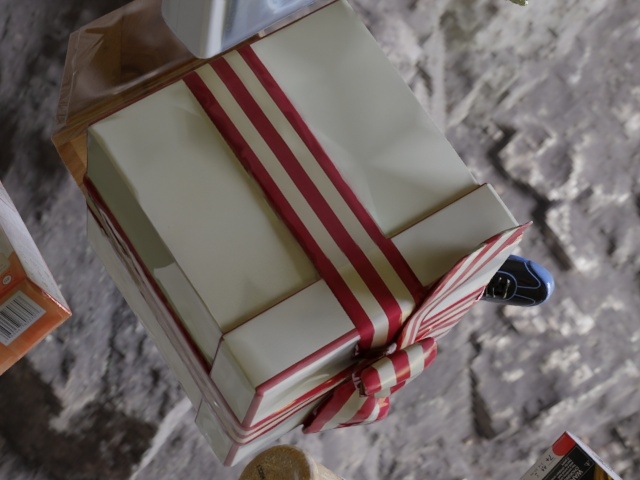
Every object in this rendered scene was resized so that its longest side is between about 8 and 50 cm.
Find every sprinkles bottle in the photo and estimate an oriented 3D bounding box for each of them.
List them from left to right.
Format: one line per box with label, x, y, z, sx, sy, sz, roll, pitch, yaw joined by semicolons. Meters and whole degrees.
sprinkles bottle;0.043;0.371;1.684;0.355;0.121;0.121;41;43;-41

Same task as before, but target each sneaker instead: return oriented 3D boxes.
sneaker;0.224;0.059;2.017;0.232;0.081;0.090;13;25;13

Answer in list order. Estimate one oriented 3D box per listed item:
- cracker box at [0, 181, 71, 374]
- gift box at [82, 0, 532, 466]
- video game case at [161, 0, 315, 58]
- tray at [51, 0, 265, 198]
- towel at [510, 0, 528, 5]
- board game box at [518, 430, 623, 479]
cracker box;-0.323;0.030;1.170;0.067;0.156;0.232;48;1;-44
gift box;0.000;0.000;1.017;0.276;0.255;0.258;-30;77;-14
video game case;0.045;-0.136;0.296;0.173;0.190;0.022;-32;71;-24
tray;-0.156;-0.180;1.374;0.076;0.203;0.411;62;3;-23
towel;0.168;-0.297;1.341;0.027;0.110;0.148;7;17;-40
board game box;0.204;0.360;1.324;0.193;0.305;0.053;45;6;36
